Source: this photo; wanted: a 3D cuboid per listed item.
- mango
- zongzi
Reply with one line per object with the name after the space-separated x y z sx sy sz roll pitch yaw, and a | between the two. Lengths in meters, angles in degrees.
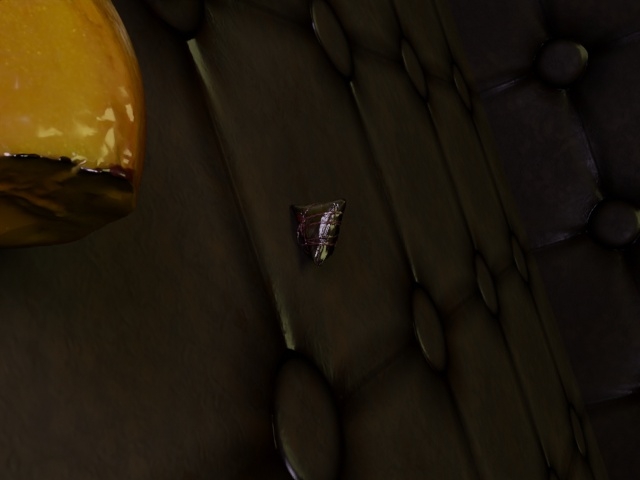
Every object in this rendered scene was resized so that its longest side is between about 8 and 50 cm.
-0.199 -0.127 0.478 0.187 0.138 0.256 13 55 -43 | mango
0.000 0.000 0.934 0.073 0.067 0.083 -75 158 -64 | zongzi
